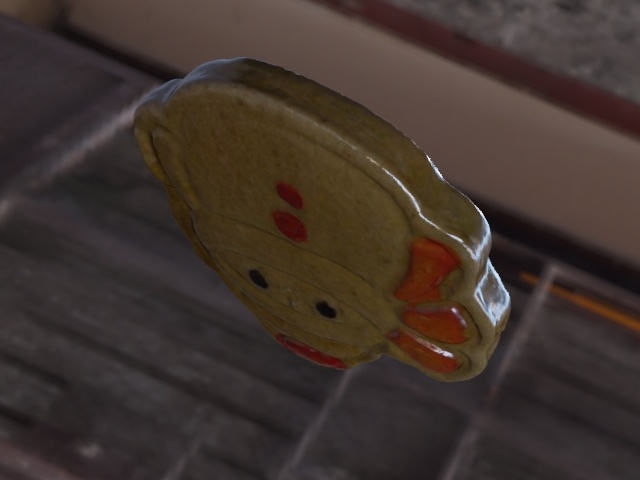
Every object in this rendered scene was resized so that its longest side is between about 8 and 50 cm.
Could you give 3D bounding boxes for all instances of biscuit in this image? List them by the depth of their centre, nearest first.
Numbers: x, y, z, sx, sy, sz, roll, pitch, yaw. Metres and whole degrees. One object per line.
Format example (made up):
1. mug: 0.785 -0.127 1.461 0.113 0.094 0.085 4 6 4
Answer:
1. biscuit: 0.000 0.000 1.715 0.074 0.359 0.381 -51 156 -30
